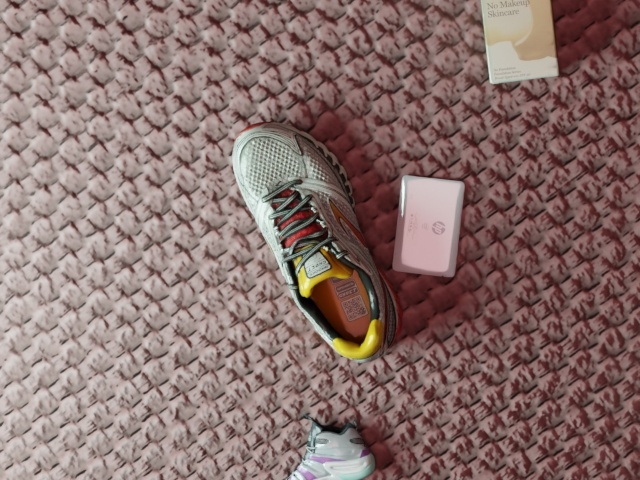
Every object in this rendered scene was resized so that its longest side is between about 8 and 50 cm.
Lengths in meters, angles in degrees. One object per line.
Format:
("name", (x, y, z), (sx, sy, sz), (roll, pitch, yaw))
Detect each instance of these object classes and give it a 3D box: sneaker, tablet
("sneaker", (-0.008, 0.184, 1.534), (0.098, 0.038, 0.069), (-22, 94, -1))
("tablet", (0.092, -0.012, 1.508), (0.054, 0.006, 0.083), (7, 100, 5))
("sneaker", (0.000, 0.000, 1.475), (0.088, 0.093, 0.225), (-31, 94, 10))

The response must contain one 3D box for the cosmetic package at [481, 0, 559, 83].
("cosmetic package", (0.162, -0.189, 1.455), (0.060, 0.041, 0.115), (-8, 98, 8))
